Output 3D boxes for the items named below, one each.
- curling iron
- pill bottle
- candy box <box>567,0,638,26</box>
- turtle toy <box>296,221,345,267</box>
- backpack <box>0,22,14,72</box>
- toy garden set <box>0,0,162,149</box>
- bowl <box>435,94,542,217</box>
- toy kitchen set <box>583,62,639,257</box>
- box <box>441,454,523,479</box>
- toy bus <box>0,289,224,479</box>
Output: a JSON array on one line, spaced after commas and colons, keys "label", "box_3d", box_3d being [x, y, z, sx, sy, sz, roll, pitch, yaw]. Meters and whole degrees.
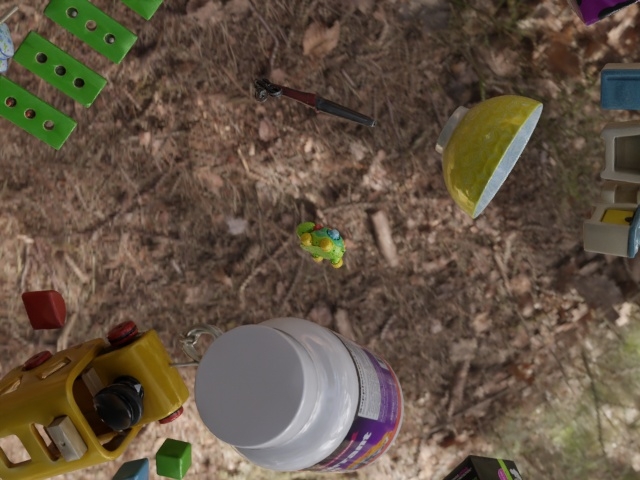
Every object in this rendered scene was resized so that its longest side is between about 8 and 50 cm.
[{"label": "curling iron", "box_3d": [-0.016, -0.278, 1.855, 0.274, 0.068, 0.035, 20, 132, 9]}, {"label": "pill bottle", "box_3d": [-0.013, 0.116, 0.661, 0.108, 0.108, 0.193, -35, 156, 9]}, {"label": "candy box", "box_3d": [0.281, -0.329, 0.974, 0.071, 0.233, 0.159, -24, 103, 17]}, {"label": "turtle toy", "box_3d": [0.000, 0.000, 1.918, 0.066, 0.130, 0.095, -60, 149, -19]}, {"label": "backpack", "box_3d": [-0.691, -0.404, 1.871, 0.084, 0.105, 0.114, -11, 95, 6]}, {"label": "toy garden set", "box_3d": [-0.341, -0.268, 1.097, 0.204, 0.049, 0.244, 33, 101, -26]}, {"label": "bowl", "box_3d": [0.348, -0.210, 1.981, 0.156, 0.289, 0.289, 32, 116, 13]}, {"label": "toy kitchen set", "box_3d": [0.408, -0.104, 1.136, 0.122, 0.166, 0.207, 4, 116, 27]}, {"label": "box", "box_3d": [0.150, 0.238, 0.782, 0.062, 0.083, 0.052, 16, 127, -36]}, {"label": "toy bus", "box_3d": [-0.205, 0.148, 0.788, 0.191, 0.104, 0.202, 22, 118, 5]}]
